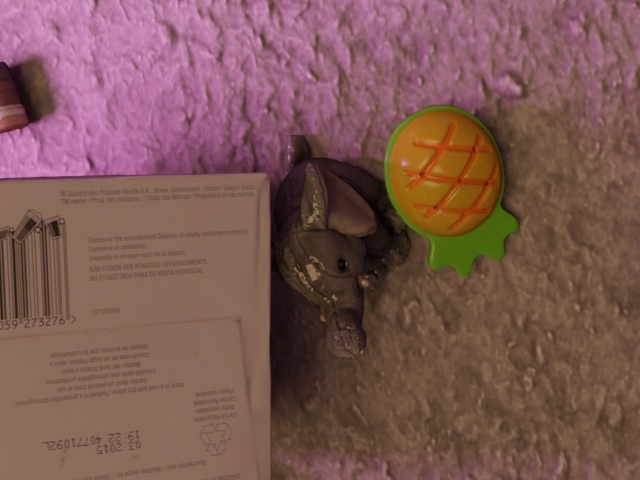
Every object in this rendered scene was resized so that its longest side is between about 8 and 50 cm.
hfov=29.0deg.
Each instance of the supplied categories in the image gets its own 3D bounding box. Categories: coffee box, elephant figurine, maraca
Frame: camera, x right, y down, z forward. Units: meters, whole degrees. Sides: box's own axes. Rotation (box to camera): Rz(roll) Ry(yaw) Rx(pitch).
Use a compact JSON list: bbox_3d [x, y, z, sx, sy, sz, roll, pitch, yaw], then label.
[{"bbox_3d":[-0.268,0.105,1.254,0.334,0.338,0.338,2,94,62],"label":"coffee box"},{"bbox_3d":[0.000,0.000,1.278,0.186,0.239,0.169,13,105,17],"label":"elephant figurine"},{"bbox_3d":[0.137,-0.052,1.297,0.127,0.099,0.185,-25,107,-3],"label":"maraca"}]

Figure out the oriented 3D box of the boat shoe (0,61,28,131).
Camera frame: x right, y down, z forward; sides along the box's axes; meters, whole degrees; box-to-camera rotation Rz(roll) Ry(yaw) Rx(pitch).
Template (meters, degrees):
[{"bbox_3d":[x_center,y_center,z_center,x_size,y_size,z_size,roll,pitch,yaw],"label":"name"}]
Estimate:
[{"bbox_3d":[-0.491,-0.159,1.500,0.285,0.103,0.092,-6,93,17],"label":"boat shoe"}]
